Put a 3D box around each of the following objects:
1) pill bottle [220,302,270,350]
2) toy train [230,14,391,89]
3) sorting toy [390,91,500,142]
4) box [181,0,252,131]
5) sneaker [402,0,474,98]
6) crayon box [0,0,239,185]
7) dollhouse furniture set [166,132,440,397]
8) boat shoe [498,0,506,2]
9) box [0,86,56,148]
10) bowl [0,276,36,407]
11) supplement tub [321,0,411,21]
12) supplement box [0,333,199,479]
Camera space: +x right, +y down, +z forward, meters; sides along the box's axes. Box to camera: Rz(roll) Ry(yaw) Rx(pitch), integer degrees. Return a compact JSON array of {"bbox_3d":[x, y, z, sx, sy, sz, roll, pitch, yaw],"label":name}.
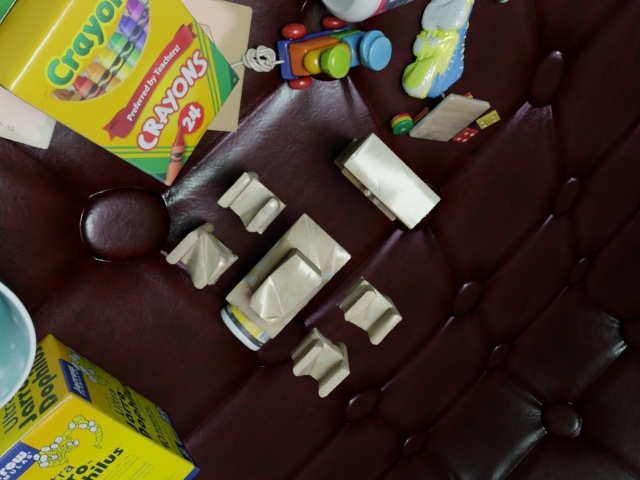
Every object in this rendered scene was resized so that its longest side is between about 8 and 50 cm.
[{"bbox_3d":[-0.101,0.124,0.935,0.208,0.119,0.119,-43,132,-6],"label":"pill bottle"},{"bbox_3d":[-0.013,-0.297,0.715,0.248,0.143,0.105,-27,128,-28],"label":"toy train"},{"bbox_3d":[0.288,-0.283,0.971,0.275,0.046,0.132,-3,157,-35],"label":"sorting toy"},{"bbox_3d":[-0.202,-0.282,0.693,0.164,0.021,0.201,-4,119,-33],"label":"box"},{"bbox_3d":[0.259,-0.409,0.900,0.126,0.091,0.240,2,123,-48],"label":"sneaker"},{"bbox_3d":[-0.245,-0.216,0.524,0.202,0.081,0.318,-58,160,-2],"label":"crayon box"},{"bbox_3d":[0.000,0.000,0.831,0.362,0.256,0.394,43,97,-7],"label":"dollhouse furniture set"},{"bbox_3d":[0.387,-0.582,0.900,0.049,0.056,0.152,-1,107,-28],"label":"boat shoe"},{"bbox_3d":[-0.360,-0.288,0.513,0.148,0.121,0.311,14,108,-39],"label":"box"},{"bbox_3d":[-0.569,0.114,0.581,0.312,0.163,0.311,-17,124,-27],"label":"bowl"},{"bbox_3d":[0.128,-0.482,0.685,0.272,0.191,0.191,-29,129,-17],"label":"supplement tub"},{"bbox_3d":[-0.428,0.375,0.797,0.195,0.194,0.356,-44,133,-16],"label":"supplement box"}]
